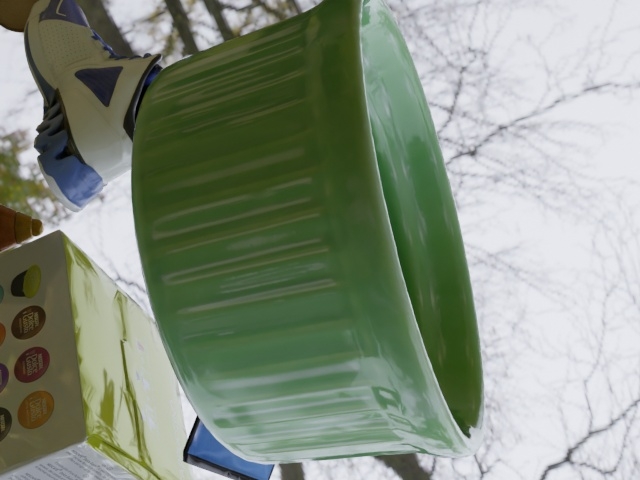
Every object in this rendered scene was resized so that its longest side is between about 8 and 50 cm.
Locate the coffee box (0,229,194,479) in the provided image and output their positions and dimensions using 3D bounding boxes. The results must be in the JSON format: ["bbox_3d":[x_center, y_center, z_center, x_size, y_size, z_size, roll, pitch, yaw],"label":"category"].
[{"bbox_3d":[-0.404,0.253,1.484,0.334,0.338,0.337,-23,-127,8],"label":"coffee box"}]

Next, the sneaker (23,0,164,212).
[{"bbox_3d":[-0.258,-0.190,1.324,0.182,0.127,0.315,-22,-127,6],"label":"sneaker"}]

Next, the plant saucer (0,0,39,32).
[{"bbox_3d":[-0.417,-0.322,1.444,0.083,0.083,0.015,-41,-170,-29],"label":"plant saucer"}]

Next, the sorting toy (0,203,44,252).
[{"bbox_3d":[-0.466,-0.097,1.465,0.126,0.365,0.127,-1,-130,-6],"label":"sorting toy"}]

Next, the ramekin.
[{"bbox_3d":[0.000,0.000,0.685,0.148,0.303,0.303,-13,-149,14],"label":"ramekin"}]

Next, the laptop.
[{"bbox_3d":[-0.026,0.209,1.398,0.264,0.234,0.136,-23,-119,15],"label":"laptop"}]
